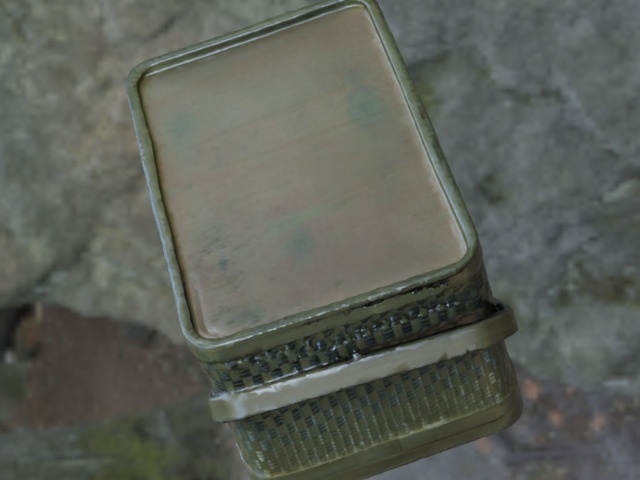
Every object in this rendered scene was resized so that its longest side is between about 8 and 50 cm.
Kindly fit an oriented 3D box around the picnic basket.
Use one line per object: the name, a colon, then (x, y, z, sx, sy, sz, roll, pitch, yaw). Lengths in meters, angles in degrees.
picnic basket: (0.000, 0.000, 0.897, 0.266, 0.165, 0.139, -109, 1, -46)
